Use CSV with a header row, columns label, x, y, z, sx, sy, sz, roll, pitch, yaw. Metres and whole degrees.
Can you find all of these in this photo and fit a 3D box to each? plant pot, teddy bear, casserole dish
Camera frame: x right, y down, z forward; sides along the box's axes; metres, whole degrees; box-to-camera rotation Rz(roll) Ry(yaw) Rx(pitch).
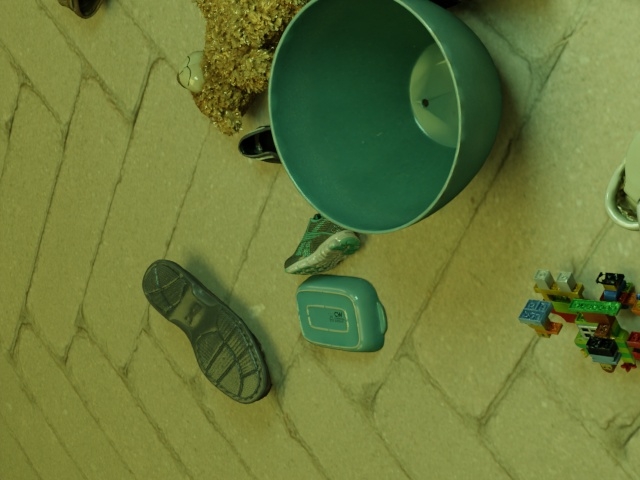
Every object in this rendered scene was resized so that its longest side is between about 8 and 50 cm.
label,x,y,z,sx,sy,sz,roll,pitch,yaw
plant pot,0.108,-0.168,1.724,0.290,0.195,0.290,13,110,40
teddy bear,-0.120,-0.307,2.044,0.338,0.113,0.245,-37,71,51
casserole dish,0.022,0.110,2.089,0.188,0.037,0.114,4,107,50

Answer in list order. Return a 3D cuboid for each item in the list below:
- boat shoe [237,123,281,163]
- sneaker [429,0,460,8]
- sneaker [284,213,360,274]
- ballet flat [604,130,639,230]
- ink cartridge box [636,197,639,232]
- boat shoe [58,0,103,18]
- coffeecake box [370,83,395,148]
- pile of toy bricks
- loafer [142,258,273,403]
label,x,y,z,sx,sy,sz,roll,pitch,yaw
boat shoe,-0.041,-0.134,2.048,0.206,0.065,0.075,8,110,50
sneaker,0.133,-0.361,1.718,0.330,0.122,0.146,1,87,52
sneaker,0.000,0.000,2.067,0.166,0.065,0.076,-32,62,49
ballet flat,0.403,-0.151,1.428,0.139,0.139,0.400,49,137,28
ink cartridge box,0.491,0.085,1.418,0.307,0.072,0.304,-7,99,18
boat shoe,-0.357,-0.485,2.280,0.116,0.123,0.324,52,145,15
coffeecake box,0.047,-0.203,1.908,0.142,0.068,0.185,-15,92,54
pile of toy bricks,0.336,0.110,1.653,0.212,0.118,0.105,6,141,41
loafer,-0.169,0.143,2.321,0.302,0.095,0.109,47,106,24
